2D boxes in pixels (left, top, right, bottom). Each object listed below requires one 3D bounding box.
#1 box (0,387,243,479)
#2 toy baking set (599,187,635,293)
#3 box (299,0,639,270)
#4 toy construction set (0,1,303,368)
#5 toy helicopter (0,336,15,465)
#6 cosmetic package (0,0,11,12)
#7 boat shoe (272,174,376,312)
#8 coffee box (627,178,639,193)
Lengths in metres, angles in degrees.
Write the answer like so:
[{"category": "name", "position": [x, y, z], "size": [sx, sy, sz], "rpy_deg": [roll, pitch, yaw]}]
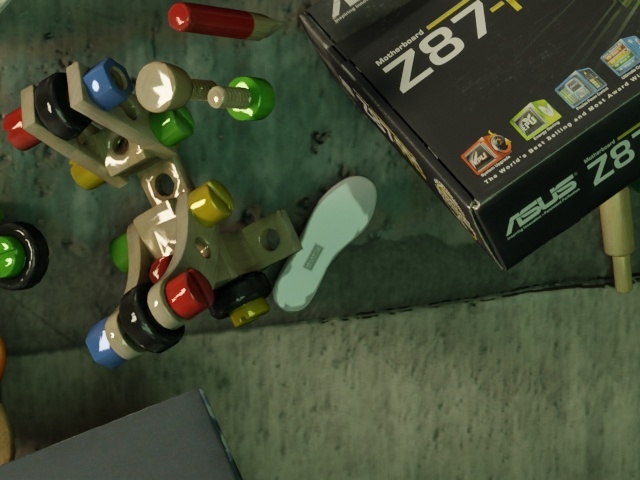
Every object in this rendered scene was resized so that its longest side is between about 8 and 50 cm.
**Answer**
[{"category": "box", "position": [-0.114, 0.371, 1.651], "size": [0.212, 0.293, 0.395], "rpy_deg": [-22, 142, -7]}, {"category": "toy baking set", "position": [0.350, -0.064, 1.875], "size": [0.196, 0.030, 0.256], "rpy_deg": [-17, 108, -12]}, {"category": "box", "position": [0.222, -0.194, 1.655], "size": [0.395, 0.318, 0.097], "rpy_deg": [-34, 134, -2]}, {"category": "toy construction set", "position": [-0.111, -0.056, 1.686], "size": [0.237, 0.257, 0.309], "rpy_deg": [-3, 132, -57]}, {"category": "toy helicopter", "position": [-0.430, 0.177, 1.629], "size": [0.355, 0.140, 0.235], "rpy_deg": [7, 58, -13]}, {"category": "cosmetic package", "position": [-0.362, -0.254, 1.599], "size": [0.107, 0.127, 0.238], "rpy_deg": [-45, 108, 1]}, {"category": "boat shoe", "position": [0.000, 0.000, 1.798], "size": [0.049, 0.040, 0.142], "rpy_deg": [34, 94, -10]}, {"category": "coffee box", "position": [0.263, -0.115, 1.754], "size": [0.040, 0.184, 0.113], "rpy_deg": [-3, 104, -17]}]
